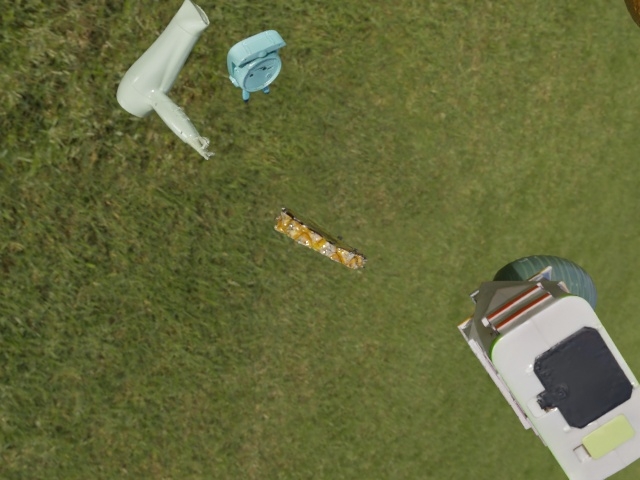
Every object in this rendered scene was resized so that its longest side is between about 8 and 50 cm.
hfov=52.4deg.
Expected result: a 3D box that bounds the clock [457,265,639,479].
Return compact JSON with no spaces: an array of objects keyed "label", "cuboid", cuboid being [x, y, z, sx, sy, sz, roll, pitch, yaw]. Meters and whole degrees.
[{"label":"clock","cuboid":[0.317,0.156,0.941,0.166,0.309,0.235,-34,99,4]}]

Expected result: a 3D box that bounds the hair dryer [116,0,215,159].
[{"label":"hair dryer","cuboid":[-0.213,-0.229,1.024,0.206,0.237,0.075,-44,155,26]}]

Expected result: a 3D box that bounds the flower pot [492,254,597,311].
[{"label":"flower pot","cuboid":[0.506,0.126,1.475,0.189,0.242,0.157,121,-24,-65]}]

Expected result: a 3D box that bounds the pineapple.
[{"label":"pineapple","cuboid":[0.000,0.000,1.286,0.221,0.221,0.047,22,99,-53]}]

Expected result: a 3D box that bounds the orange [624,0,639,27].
[{"label":"orange","cuboid":[0.454,-0.307,0.733,0.206,0.206,0.206,-27,129,-40]}]

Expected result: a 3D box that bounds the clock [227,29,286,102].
[{"label":"clock","cuboid":[-0.122,-0.324,1.228,0.108,0.045,0.147,-29,162,-19]}]
